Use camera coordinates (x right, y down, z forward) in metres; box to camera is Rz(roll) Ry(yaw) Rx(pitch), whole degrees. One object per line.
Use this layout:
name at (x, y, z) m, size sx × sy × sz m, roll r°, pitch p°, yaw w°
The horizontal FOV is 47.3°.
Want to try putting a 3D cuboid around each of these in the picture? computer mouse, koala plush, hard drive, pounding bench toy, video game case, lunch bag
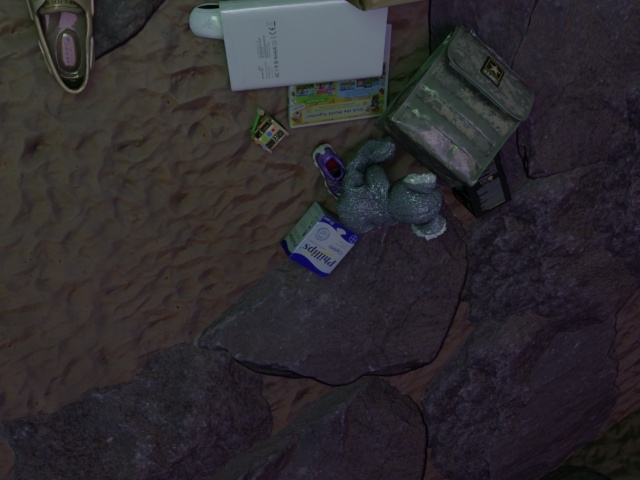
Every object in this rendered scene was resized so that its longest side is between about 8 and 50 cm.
computer mouse at (-0.155, -0.420, 1.413) m, size 0.193 × 0.042 × 0.106 m, roll -10°, pitch 125°, yaw -17°
koala plush at (0.169, -0.092, 1.610) m, size 0.203 × 0.221 × 0.196 m, roll -48°, pitch 139°, yaw -36°
hard drive at (-0.030, -0.385, 1.410) m, size 0.308 × 0.040 × 0.203 m, roll -7°, pitch 147°, yaw -4°
pounding bench toy at (-0.122, -0.235, 1.540) m, size 0.065 × 0.052 × 0.083 m, roll -45°, pitch 127°, yaw 9°
video game case at (0.039, -0.350, 1.552) m, size 0.227 × 0.026 × 0.206 m, roll -11°, pitch 124°, yaw -18°
lunch bag at (0.304, -0.292, 1.574) m, size 0.235 × 0.169 × 0.287 m, roll 39°, pitch 85°, yaw -10°

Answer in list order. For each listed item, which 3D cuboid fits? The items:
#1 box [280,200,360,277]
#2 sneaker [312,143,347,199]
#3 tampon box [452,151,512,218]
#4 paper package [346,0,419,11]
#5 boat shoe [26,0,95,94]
box at (0.000, 0.000, 1.730) m, size 0.126 × 0.072 × 0.137 m, roll 31°, pitch 106°, yaw -34°
sneaker at (0.038, -0.140, 1.657) m, size 0.068 × 0.071 × 0.170 m, roll -37°, pitch 128°, yaw 3°
tampon box at (0.373, -0.160, 1.755) m, size 0.101 × 0.120 × 0.161 m, roll -28°, pitch 128°, yaw -3°
paper package at (0.163, -0.544, 1.300) m, size 0.325 × 0.309 × 0.168 m, roll -15°, pitch 123°, yaw -15°
boat shoe at (-0.440, -0.422, 1.247) m, size 0.122 × 0.110 × 0.341 m, roll -13°, pitch 125°, yaw -15°
